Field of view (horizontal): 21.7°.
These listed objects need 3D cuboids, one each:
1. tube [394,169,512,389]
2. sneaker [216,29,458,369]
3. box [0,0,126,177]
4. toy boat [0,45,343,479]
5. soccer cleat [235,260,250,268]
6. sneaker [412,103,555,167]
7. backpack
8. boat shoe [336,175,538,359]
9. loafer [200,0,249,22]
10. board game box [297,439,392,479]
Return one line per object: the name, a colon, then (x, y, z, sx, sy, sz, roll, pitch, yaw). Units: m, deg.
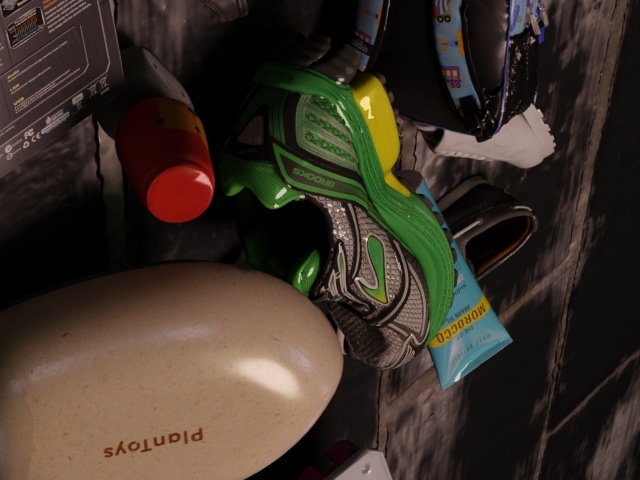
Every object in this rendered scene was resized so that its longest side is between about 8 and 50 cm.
tube: (0.102, 0.034, 1.471, 0.080, 0.052, 0.207, -31, 120, -7)
sneaker: (0.000, 0.000, 1.275, 0.146, 0.134, 0.343, -58, 145, -24)
box: (-0.219, -0.102, 0.925, 0.231, 0.056, 0.183, -41, 146, -29)
toy boat: (-0.112, 0.035, 1.116, 0.267, 0.148, 0.318, -5, 126, -17)
soccer cleat: (-0.102, 0.088, 1.280, 0.196, 0.068, 0.076, -49, 147, -10)
sneaker: (0.129, -0.110, 1.442, 0.095, 0.090, 0.235, -46, 147, 4)
backpack: (0.090, -0.178, 1.240, 0.117, 0.158, 0.173, -33, 131, -51)
boat shoe: (0.105, 0.031, 1.529, 0.233, 0.079, 0.084, -41, 148, -26)
loafer: (-0.097, -0.184, 1.046, 0.061, 0.062, 0.170, -35, 147, 4)
board game box: (-0.055, 0.429, 1.561, 0.390, 0.050, 0.390, -36, 130, -22)
